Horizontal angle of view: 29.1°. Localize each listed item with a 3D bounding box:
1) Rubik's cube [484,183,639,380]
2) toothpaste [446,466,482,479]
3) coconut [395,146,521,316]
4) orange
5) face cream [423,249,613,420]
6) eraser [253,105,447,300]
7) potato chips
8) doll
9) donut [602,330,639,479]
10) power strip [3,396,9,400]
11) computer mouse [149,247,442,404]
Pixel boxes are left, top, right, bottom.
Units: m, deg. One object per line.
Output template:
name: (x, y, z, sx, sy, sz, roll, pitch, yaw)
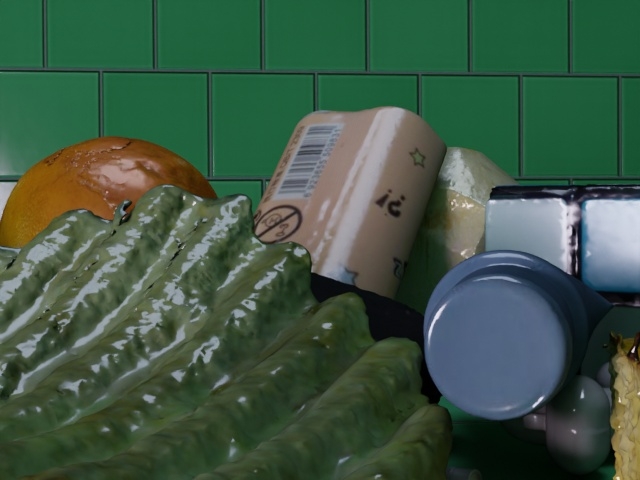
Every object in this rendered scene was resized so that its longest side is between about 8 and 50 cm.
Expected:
Rubik's cube: (0.245, 0.043, 1.019, 0.167, 0.180, 0.183, 1, 0, 33)
toothpaste: (0.051, 0.132, 0.686, 0.083, 0.015, 0.024, -6, -11, 41)
coconut: (0.148, 0.017, 1.293, 0.236, 0.237, 0.197, 0, 0, 37)
orange: (-0.205, 0.014, 1.233, 0.240, 0.240, 0.240, 0, 1, 0)
face cream: (0.117, 0.047, 0.752, 0.135, 0.086, 0.385, 3, 1, 11)
eraser: (0.000, 0.000, 1.160, 0.171, 0.291, 0.087, -2, -45, 28)
potato chips: (-0.120, 0.071, 0.637, 0.373, 0.097, 0.389, -1, 19, 2)
doll: (0.191, 0.108, 0.758, 0.161, 0.059, 0.160, 1, 0, 35)
donut: (0.204, 0.091, 0.487, 0.152, 0.101, 0.259, 0, 0, 5)
power strip: (-0.313, 0.094, 0.812, 0.062, 0.091, 0.385, -3, -1, 34)
computer mouse: (-0.064, 0.076, 0.874, 0.323, 0.116, 0.183, 17, 20, 29)
